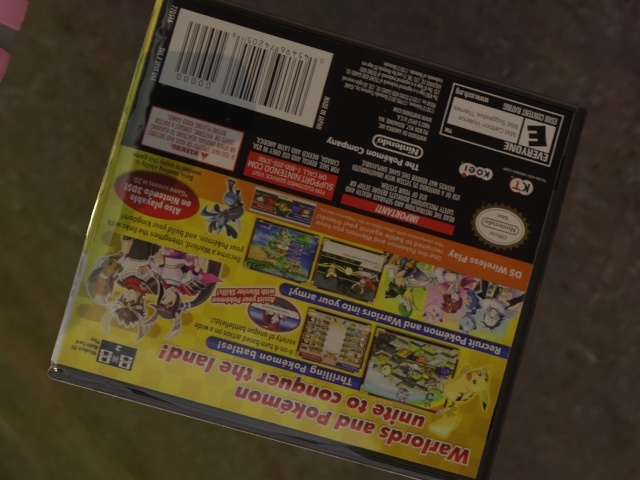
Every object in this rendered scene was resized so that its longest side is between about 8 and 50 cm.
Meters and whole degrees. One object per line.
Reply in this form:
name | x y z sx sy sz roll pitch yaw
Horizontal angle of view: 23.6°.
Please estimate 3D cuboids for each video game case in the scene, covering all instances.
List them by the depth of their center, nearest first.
video game case | 0.000 0.000 0.937 0.275 0.248 0.035 16 175 -5

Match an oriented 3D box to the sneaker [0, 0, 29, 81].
sneaker | -0.197 -0.117 0.790 0.319 0.112 0.131 116 154 -42
